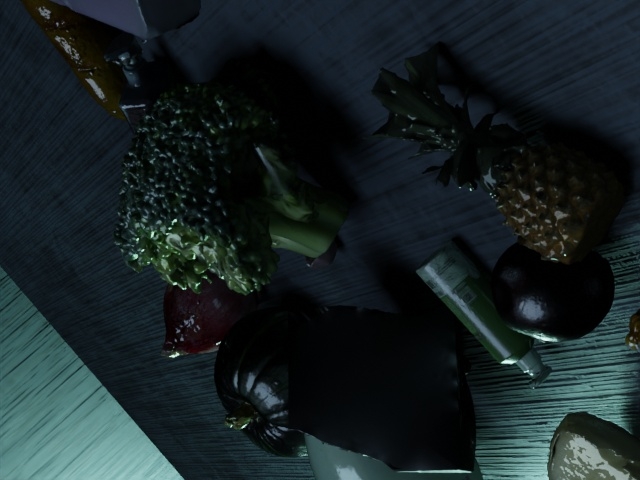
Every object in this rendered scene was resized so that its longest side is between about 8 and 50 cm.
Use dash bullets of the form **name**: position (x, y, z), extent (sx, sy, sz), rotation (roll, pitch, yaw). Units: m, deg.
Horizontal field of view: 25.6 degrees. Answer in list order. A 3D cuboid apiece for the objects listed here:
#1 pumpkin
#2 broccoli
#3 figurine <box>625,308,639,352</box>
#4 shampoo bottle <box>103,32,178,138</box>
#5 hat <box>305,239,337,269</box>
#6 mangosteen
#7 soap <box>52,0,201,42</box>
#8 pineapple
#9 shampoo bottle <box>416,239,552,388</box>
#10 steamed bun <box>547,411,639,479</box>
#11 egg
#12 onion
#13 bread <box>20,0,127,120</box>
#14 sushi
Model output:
- **pumpkin**: position (-0.068, 0.234, 2.245), extent (0.250, 0.216, 0.250), rotation (35, 148, 26)
- **broccoli**: position (-0.130, -0.071, 1.809), extent (0.317, 0.277, 0.338), rotation (19, 159, 15)
- **figurine**: position (0.374, 0.115, 1.453), extent (0.143, 0.068, 0.101), rotation (41, 164, -15)
- **shampoo bottle**: position (-0.226, -0.167, 2.025), extent (0.071, 0.098, 0.309), rotation (-2, 134, 20)
- **hat**: position (0.001, -0.003, 1.977), extent (0.058, 0.042, 0.087), rotation (-1, 94, 63)
- **mangosteen**: position (0.246, 0.032, 1.483), extent (0.137, 0.137, 0.151), rotation (16, 108, 53)
- **soap**: position (-0.287, -0.408, 1.681), extent (0.296, 0.107, 0.285), rotation (25, 142, 40)
- **pineapple**: position (0.173, -0.091, 1.415), extent (0.277, 0.130, 0.119), rotation (35, -176, 24)
- **shampoo bottle**: position (0.205, 0.094, 1.718), extent (0.204, 0.065, 0.065), rotation (48, 158, 0)
- **steamed bun**: position (0.369, 0.318, 1.733), extent (0.231, 0.110, 0.212), rotation (46, 141, 13)
- **egg**: position (0.107, 0.338, 2.089), extent (0.371, 0.230, 0.230), rotation (58, 157, -8)
- **onion**: position (-0.200, 0.122, 2.341), extent (0.159, 0.195, 0.159), rotation (32, 160, 13)
- **bread**: position (-0.343, -0.288, 2.065), extent (0.344, 0.084, 0.124), rotation (54, 179, -17)
- **sushi**: position (0.094, 0.207, 1.889), extent (0.227, 0.215, 0.212), rotation (-5, 166, 18)
